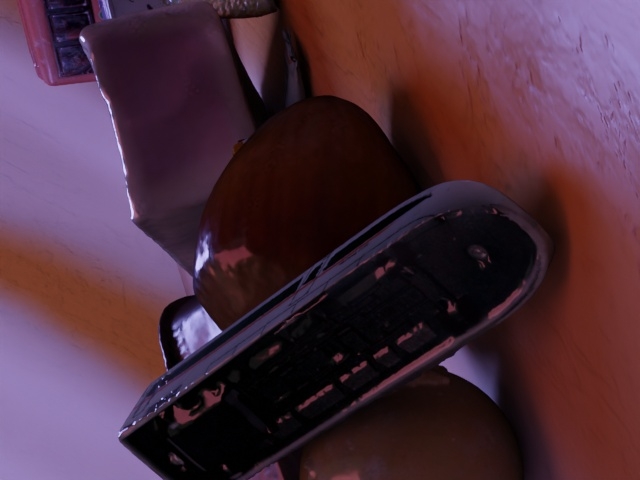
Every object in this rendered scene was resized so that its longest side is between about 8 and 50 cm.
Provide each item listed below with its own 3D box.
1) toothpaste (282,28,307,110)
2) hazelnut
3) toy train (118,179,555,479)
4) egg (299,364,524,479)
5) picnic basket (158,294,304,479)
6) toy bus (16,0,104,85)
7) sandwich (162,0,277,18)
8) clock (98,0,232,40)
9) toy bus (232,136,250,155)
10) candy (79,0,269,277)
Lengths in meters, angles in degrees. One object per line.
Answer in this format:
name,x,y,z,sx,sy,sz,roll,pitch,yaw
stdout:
toothpaste,-0.022,-0.106,1.612,0.056,0.036,0.205,-109,12,-50
hazelnut,-0.010,0.000,1.242,0.210,0.186,0.210,52,177,3
toy train,0.014,0.058,1.076,0.086,0.088,0.407,43,135,-11
egg,0.063,0.165,1.165,0.201,0.164,0.164,114,140,-77
picnic basket,-0.019,0.157,1.602,0.129,0.223,0.296,-47,56,53
toy bus,-0.323,-0.419,2.204,0.427,0.233,0.203,86,169,-50
sandwich,-0.116,-0.288,1.690,0.258,0.096,0.094,-134,35,-66
clock,-0.187,-0.260,1.983,0.073,0.145,0.193,-120,17,-58
toy bus,-0.014,-0.007,1.469,0.098,0.114,0.201,-119,16,-53
candy,-0.125,-0.098,1.710,0.358,0.145,0.208,60,-169,-76
